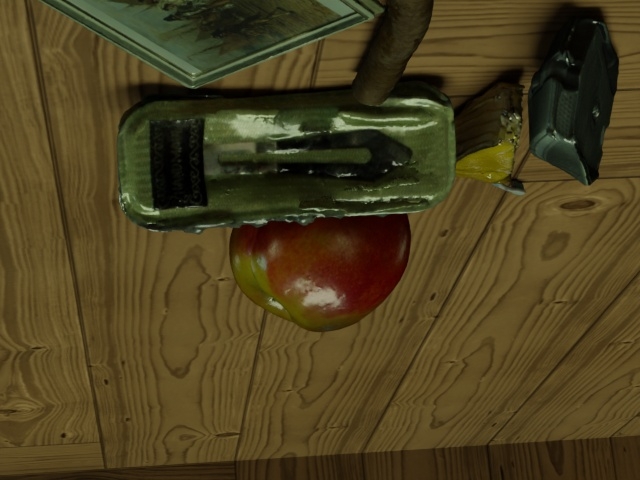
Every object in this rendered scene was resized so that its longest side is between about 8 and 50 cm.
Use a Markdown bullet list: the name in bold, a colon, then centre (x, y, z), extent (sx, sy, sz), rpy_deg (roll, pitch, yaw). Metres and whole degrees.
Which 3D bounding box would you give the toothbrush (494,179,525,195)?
- **toothbrush**: centre (0.173, -0.071, 1.824), extent (0.014, 0.017, 0.162), rpy_deg (-26, 153, 35)

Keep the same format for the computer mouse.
- **computer mouse**: centre (0.221, -0.125, 1.531), extent (0.071, 0.126, 0.231), rpy_deg (12, 172, 18)

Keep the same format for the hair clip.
- **hair clip**: centre (-0.033, -0.082, 1.600), extent (0.321, 0.138, 0.091), rpy_deg (-3, -168, -9)

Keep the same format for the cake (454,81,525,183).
- **cake**: centre (0.143, -0.108, 1.653), extent (0.116, 0.080, 0.185), rpy_deg (5, 173, 9)

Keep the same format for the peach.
- **peach**: centre (0.000, 0.000, 1.844), extent (0.190, 0.192, 0.190), rpy_deg (29, 155, 15)

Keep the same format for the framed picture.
- **framed picture**: centre (-0.110, -0.199, 1.318), extent (0.217, 0.017, 0.274), rpy_deg (-18, 151, 34)

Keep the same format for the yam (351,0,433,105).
- **yam**: centre (0.068, -0.188, 1.405), extent (0.045, 0.045, 0.327), rpy_deg (-36, 170, -18)
